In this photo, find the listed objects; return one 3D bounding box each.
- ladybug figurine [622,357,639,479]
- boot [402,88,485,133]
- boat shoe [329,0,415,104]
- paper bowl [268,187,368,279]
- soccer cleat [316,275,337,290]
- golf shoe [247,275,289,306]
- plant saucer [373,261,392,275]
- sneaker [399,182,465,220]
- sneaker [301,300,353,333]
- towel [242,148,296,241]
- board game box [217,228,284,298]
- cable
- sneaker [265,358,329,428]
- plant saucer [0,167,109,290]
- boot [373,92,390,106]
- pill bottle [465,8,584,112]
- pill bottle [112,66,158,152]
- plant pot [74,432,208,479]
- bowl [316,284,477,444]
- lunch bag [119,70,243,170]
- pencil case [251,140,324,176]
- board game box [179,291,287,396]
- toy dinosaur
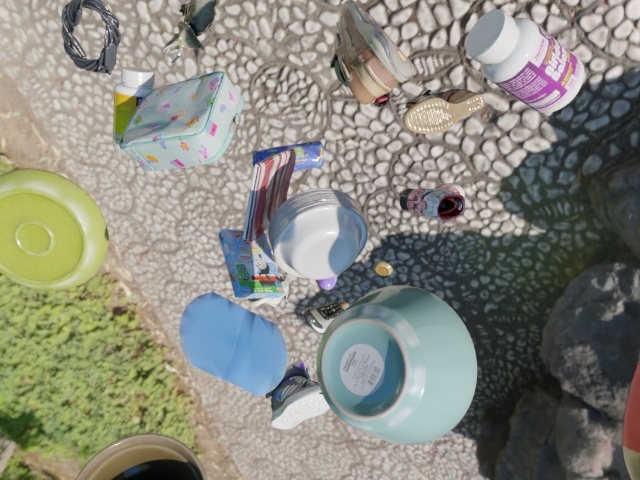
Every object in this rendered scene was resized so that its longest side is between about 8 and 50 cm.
[{"bbox_3d":[0.638,0.257,0.879,0.161,0.449,0.305,24,169,6],"label":"ladybug figurine"},{"bbox_3d":[0.281,-0.343,1.397,0.207,0.248,0.090,31,136,61],"label":"boot"},{"bbox_3d":[0.065,-0.343,0.962,0.123,0.324,0.116,37,111,-27],"label":"boat shoe"},{"bbox_3d":[0.000,0.000,1.528,0.284,0.148,0.284,-11,133,-11],"label":"paper bowl"},{"bbox_3d":[0.044,0.056,2.261,0.108,0.318,0.116,16,151,-12],"label":"soccer cleat"},{"bbox_3d":[-0.157,0.182,1.680,0.069,0.176,0.086,9,115,37],"label":"golf shoe"},{"bbox_3d":[0.266,0.124,2.253,0.083,0.015,0.083,14,139,12],"label":"plant saucer"},{"bbox_3d":[0.363,-0.106,1.496,0.145,0.270,0.090,21,111,47],"label":"sneaker"},{"bbox_3d":[0.033,0.252,1.831,0.108,0.271,0.100,-51,61,19],"label":"sneaker"},{"bbox_3d":[-0.149,-0.146,1.616,0.037,0.329,0.237,15,110,10],"label":"towel"},{"bbox_3d":[-0.204,0.069,1.559,0.039,0.160,0.212,-40,60,36],"label":"board game box"},{"bbox_3d":[-0.551,-0.496,1.264,0.150,0.047,0.184,26,129,8],"label":"cable"},{"bbox_3d":[-0.067,0.500,1.857,0.130,0.236,0.323,27,131,-22],"label":"sneaker"},{"bbox_3d":[-0.511,-0.009,0.956,0.240,0.037,0.241,-1,112,-1],"label":"plant saucer"},{"bbox_3d":[0.150,-0.517,1.601,0.088,0.176,0.244,-23,152,11],"label":"boot"},{"bbox_3d":[0.525,-0.465,1.369,0.301,0.169,0.169,19,145,-29],"label":"pill bottle"},{"bbox_3d":[-0.490,-0.345,1.409,0.117,0.117,0.215,18,114,17],"label":"pill bottle"},{"bbox_3d":[-0.437,0.687,1.311,0.323,0.323,0.280,25,140,9],"label":"plant pot"},{"bbox_3d":[0.116,0.233,0.989,0.311,0.312,0.163,-1,171,32],"label":"bowl"},{"bbox_3d":[-0.316,-0.280,1.238,0.279,0.224,0.108,-3,145,27],"label":"lunch bag"},{"bbox_3d":[-0.131,-0.327,2.166,0.119,0.306,0.133,107,147,-61],"label":"pencil case"},{"bbox_3d":[-0.127,0.152,0.750,0.168,0.133,0.033,30,125,-16],"label":"board game box"},{"bbox_3d":[-0.307,-0.621,1.384,0.121,0.160,0.313,16,126,-29],"label":"toy dinosaur"}]
